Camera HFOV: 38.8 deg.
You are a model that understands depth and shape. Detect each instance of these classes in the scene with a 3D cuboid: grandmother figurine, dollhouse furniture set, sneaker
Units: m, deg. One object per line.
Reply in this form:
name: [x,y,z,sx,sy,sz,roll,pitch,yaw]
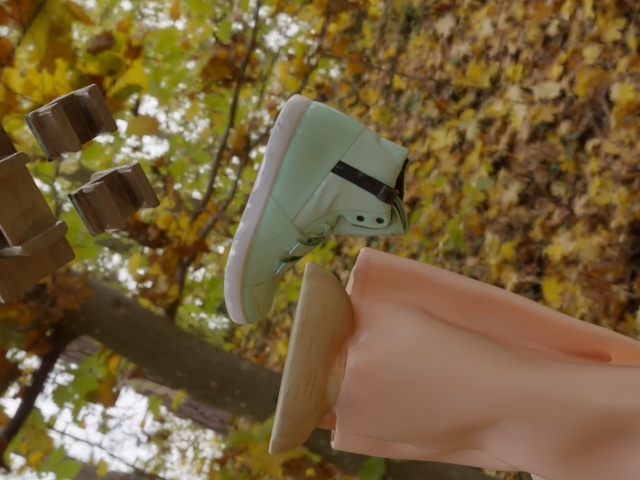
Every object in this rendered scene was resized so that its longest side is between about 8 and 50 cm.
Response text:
grandmother figurine: [0.154,0.081,0.394,0.208,0.343,0.104,110,171,-80]
dollhouse furniture set: [-0.302,-0.069,0.753,0.212,0.161,0.242,-38,-68,-36]
sneaker: [0.000,0.000,0.898,0.094,0.151,0.255,-54,-15,-62]
